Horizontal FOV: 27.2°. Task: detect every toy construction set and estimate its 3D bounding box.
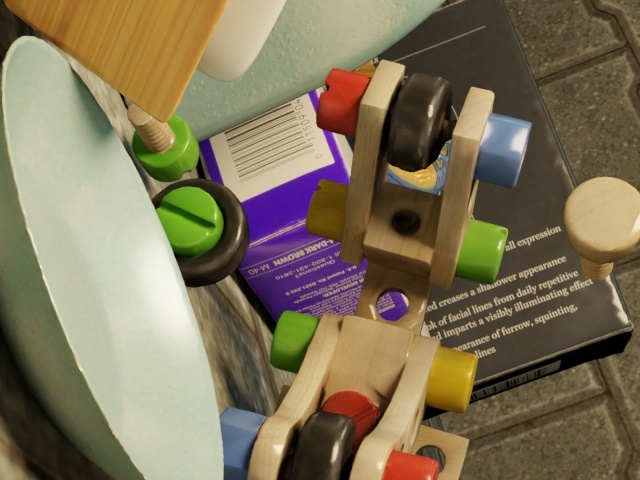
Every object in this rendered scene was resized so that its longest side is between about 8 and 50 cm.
[{"bbox_3d":[0.073,0.048,0.764,0.237,0.308,0.257,69,11,-66],"label":"toy construction set"}]

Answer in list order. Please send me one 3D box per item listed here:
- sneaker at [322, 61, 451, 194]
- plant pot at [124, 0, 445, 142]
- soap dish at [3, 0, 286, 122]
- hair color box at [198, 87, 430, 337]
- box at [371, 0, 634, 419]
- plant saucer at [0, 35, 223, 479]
[{"bbox_3d":[0.021,-0.112,1.289,0.112,0.131,0.296,6,35,-38],"label":"sneaker"},{"bbox_3d":[-0.026,-0.244,0.841,0.248,0.252,0.247,-93,163,-58],"label":"plant pot"},{"bbox_3d":[-0.058,-0.232,0.550,0.118,0.291,0.229,10,36,-31],"label":"soap dish"},{"bbox_3d":[0.000,0.000,1.090,0.339,0.110,0.185,58,10,-56],"label":"hair color box"},{"bbox_3d":[0.129,-0.023,1.449,0.212,0.293,0.395,48,22,-76],"label":"box"},{"bbox_3d":[-0.090,0.020,0.506,0.195,0.037,0.195,-21,90,-84],"label":"plant saucer"}]
